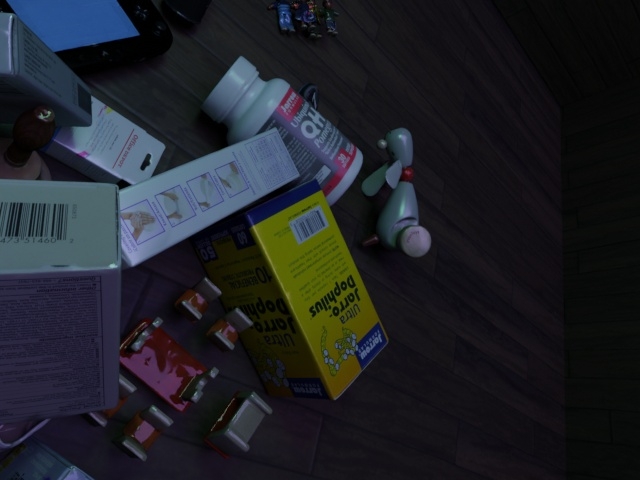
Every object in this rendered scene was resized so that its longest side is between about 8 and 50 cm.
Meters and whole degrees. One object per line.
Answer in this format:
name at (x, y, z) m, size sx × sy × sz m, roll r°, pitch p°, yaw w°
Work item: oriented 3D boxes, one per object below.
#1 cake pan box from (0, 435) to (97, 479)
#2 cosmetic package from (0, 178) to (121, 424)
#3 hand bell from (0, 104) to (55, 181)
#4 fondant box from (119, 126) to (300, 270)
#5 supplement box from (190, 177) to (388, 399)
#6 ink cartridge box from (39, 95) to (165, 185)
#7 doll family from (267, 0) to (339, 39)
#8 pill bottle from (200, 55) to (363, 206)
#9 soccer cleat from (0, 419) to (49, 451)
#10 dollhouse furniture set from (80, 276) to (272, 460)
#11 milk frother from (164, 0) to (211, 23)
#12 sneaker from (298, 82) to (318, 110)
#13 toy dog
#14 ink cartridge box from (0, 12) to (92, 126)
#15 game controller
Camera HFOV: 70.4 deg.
cake pan box at (-0.264, 0.358, 0.566) m, size 0.267 × 0.245 × 0.070 m, roll 53°, pitch 53°, yaw -22°
cosmetic package at (-0.304, 0.083, 0.496) m, size 0.160 × 0.310 × 0.113 m, roll 0°, pitch 50°, yaw -26°
hand bell at (-0.384, -0.113, 0.580) m, size 0.126 × 0.241 × 0.126 m, roll 13°, pitch 70°, yaw -41°
fondant box at (-0.226, -0.055, 0.718) m, size 0.330 × 0.238 × 0.096 m, roll -38°, pitch 106°, yaw -43°
supplement box at (-0.055, 0.096, 0.871) m, size 0.195 × 0.194 × 0.357 m, roll -33°, pitch 102°, yaw -44°
ink cartridge box at (-0.362, -0.160, 0.740) m, size 0.181 × 0.061 × 0.105 m, roll 34°, pitch 57°, yaw -32°
doll family at (-0.040, -0.581, 1.157) m, size 0.192 × 0.076 × 0.112 m, roll -8°, pitch 89°, yaw -42°
pill bottle at (-0.079, -0.215, 0.935) m, size 0.318 × 0.176 × 0.177 m, roll 38°, pitch 55°, yaw -21°
soccer cleat at (-0.366, 0.200, 0.628) m, size 0.068 × 0.076 × 0.196 m, roll 51°, pitch 49°, yaw -21°
dollhouse furniture set at (-0.219, 0.241, 0.751) m, size 0.259 × 0.135 × 0.262 m, roll 46°, pitch 50°, yaw -11°
milk frother at (-0.268, -0.529, 0.879) m, size 0.143 × 0.135 × 0.129 m, roll 16°, pitch 37°, yaw -43°
sneaker at (-0.028, -0.297, 1.086) m, size 0.067 × 0.078 × 0.188 m, roll 30°, pitch 59°, yaw -35°
toy dog at (0.169, -0.105, 1.172) m, size 0.160 × 0.220 × 0.334 m, roll -7°, pitch 74°, yaw -13°
ink cartridge box at (-0.411, -0.177, 0.496) m, size 0.238 × 0.275 × 0.060 m, roll 0°, pitch 94°, yaw -14°
game controller at (-0.405, -0.361, 0.751) m, size 0.319 × 0.067 × 0.167 m, roll -40°, pitch 107°, yaw -43°
